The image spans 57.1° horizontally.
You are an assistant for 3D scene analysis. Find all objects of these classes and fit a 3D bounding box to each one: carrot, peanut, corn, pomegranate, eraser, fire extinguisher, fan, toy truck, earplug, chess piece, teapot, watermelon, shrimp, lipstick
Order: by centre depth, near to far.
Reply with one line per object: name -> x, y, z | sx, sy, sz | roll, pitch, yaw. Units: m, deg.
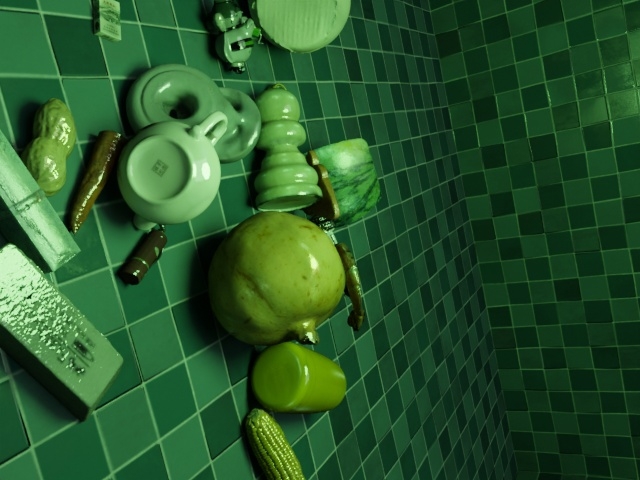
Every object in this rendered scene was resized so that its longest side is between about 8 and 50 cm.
lipstick -> -0.516, -0.080, 0.974 | 0.076, 0.077, 0.290 | -52, 126, -45
eraser -> -0.461, 0.166, 1.007 | 0.352, 0.077, 0.111 | 60, 37, -32
peanut -> -0.483, -0.167, 1.048 | 0.082, 0.082, 0.187 | 36, 54, -50
carrot -> -0.442, -0.112, 1.139 | 0.057, 0.057, 0.224 | 43, 54, -46
teapot -> -0.292, -0.141, 1.179 | 0.204, 0.298, 0.139 | 45, 2, 5
fire extinguisher -> -0.361, 0.028, 1.240 | 0.078, 0.045, 0.157 | 91, 16, -47
earplug -> -0.280, -0.273, 1.338 | 0.325, 0.175, 0.214 | 9, 71, -48
pomegranate -> -0.096, 0.109, 1.379 | 0.342, 0.342, 0.342 | 20, 66, -55
corn -> -0.110, 0.547, 1.478 | 0.101, 0.101, 0.292 | -43, 116, -53
shrimp -> 0.059, 0.140, 1.524 | 0.054, 0.290, 0.222 | -12, 66, -17
chess piece -> -0.107, -0.255, 1.604 | 0.182, 0.182, 0.330 | 7, 72, -58
toy truck -> 0.000, 0.000, 1.715 | 0.286, 0.111, 0.136 | -123, -170, -81
fan -> -0.111, -0.391, 1.743 | 0.155, 0.039, 0.082 | 54, 40, -40
watermelon -> 0.059, -0.191, 1.836 | 0.201, 0.213, 0.262 | -124, -167, -69

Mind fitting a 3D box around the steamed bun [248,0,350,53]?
steamed bun -> -0.056, -0.703, 1.689 | 0.309, 0.309, 0.309 | 20, 66, -55

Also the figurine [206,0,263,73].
figurine -> -0.226, -0.527, 1.517 | 0.147, 0.126, 0.192 | -73, 157, -65

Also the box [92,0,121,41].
box -> -0.446, -0.464, 1.230 | 0.054, 0.024, 0.083 | 4, 80, -57

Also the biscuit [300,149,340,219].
biscuit -> -0.020, -0.151, 1.664 | 0.043, 0.280, 0.183 | -12, 132, -34

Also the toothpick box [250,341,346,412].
toothpick box -> -0.044, 0.371, 1.552 | 0.271, 0.175, 0.175 | 32, 56, -56
